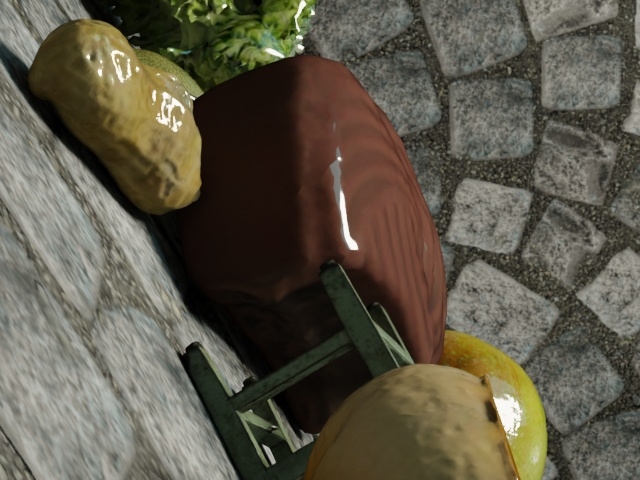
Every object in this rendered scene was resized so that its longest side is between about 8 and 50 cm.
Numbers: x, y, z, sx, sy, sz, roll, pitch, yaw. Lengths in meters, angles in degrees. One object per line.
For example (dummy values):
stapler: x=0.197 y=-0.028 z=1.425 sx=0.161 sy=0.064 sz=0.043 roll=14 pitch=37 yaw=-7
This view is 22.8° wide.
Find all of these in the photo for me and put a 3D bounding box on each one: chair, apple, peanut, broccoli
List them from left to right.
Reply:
peanut: x=-0.153 y=-0.096 z=1.218 sx=0.214 sy=0.099 sz=0.099 roll=44 pitch=15 yaw=-52
broccoli: x=-0.142 y=-0.333 z=1.694 sx=0.317 sy=0.338 sz=0.277 roll=31 pitch=-10 yaw=-33
chair: x=0.032 y=0.170 z=1.130 sx=0.270 sy=0.136 sz=0.147 roll=62 pitch=7 yaw=23
apple: x=0.140 y=0.199 z=1.626 sx=0.207 sy=0.174 sz=0.188 roll=19 pitch=32 yaw=-22

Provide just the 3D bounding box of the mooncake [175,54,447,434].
mooncake: x=0.000 y=0.000 z=1.407 sx=0.334 sy=0.174 sz=0.326 roll=-63 pitch=135 yaw=-72

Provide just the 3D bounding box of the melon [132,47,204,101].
melon: x=-0.151 y=-0.138 z=1.501 sx=0.128 sy=0.079 sz=0.160 roll=63 pitch=7 yaw=32

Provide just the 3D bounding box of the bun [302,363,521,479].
bun: x=0.062 y=0.222 z=0.946 sx=0.299 sy=0.165 sz=0.299 roll=-16 pitch=90 yaw=-87
